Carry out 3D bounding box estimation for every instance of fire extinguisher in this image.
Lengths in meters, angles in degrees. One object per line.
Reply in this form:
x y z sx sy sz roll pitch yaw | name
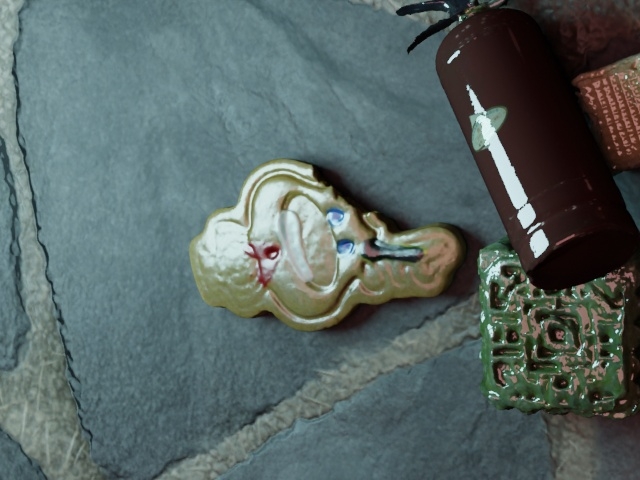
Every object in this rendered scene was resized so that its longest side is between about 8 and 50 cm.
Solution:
0.184 -0.116 1.715 0.135 0.114 0.337 -22 61 4 | fire extinguisher

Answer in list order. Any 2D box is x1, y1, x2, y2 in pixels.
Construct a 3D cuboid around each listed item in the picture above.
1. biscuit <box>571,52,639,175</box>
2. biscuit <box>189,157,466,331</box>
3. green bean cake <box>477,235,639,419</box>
0.357 -0.142 1.690 0.239 0.062 0.108 -19 88 28 | biscuit
0.002 0.009 1.898 0.320 0.047 0.183 10 104 24 | biscuit
0.244 0.083 1.757 0.173 0.094 0.181 4 99 25 | green bean cake
